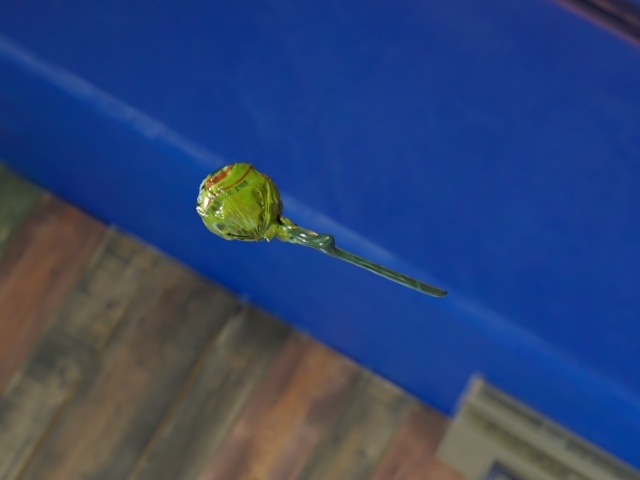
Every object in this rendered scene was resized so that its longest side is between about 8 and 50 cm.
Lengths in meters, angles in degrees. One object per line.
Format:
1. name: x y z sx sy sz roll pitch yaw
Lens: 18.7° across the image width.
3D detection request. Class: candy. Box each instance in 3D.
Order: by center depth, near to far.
1. candy: 0.000 0.000 0.856 0.035 0.123 0.035 -59 -18 -19
